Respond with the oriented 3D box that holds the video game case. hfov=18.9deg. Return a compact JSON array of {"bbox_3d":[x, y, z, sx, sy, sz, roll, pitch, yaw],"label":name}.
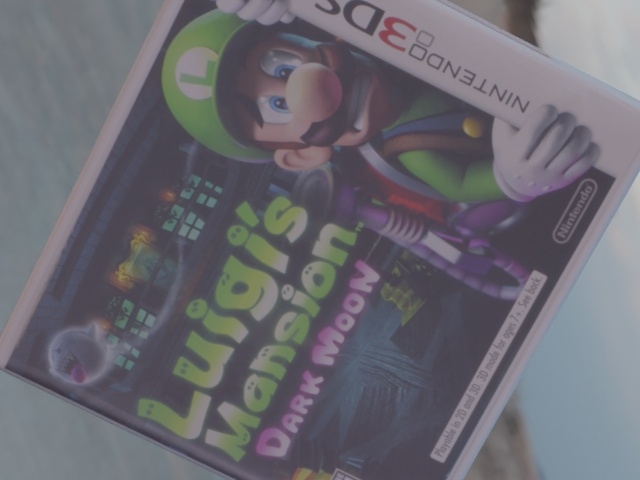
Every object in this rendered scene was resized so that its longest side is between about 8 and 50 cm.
[{"bbox_3d":[0.000,0.000,0.678,0.173,0.190,0.022,27,15,-5],"label":"video game case"}]
